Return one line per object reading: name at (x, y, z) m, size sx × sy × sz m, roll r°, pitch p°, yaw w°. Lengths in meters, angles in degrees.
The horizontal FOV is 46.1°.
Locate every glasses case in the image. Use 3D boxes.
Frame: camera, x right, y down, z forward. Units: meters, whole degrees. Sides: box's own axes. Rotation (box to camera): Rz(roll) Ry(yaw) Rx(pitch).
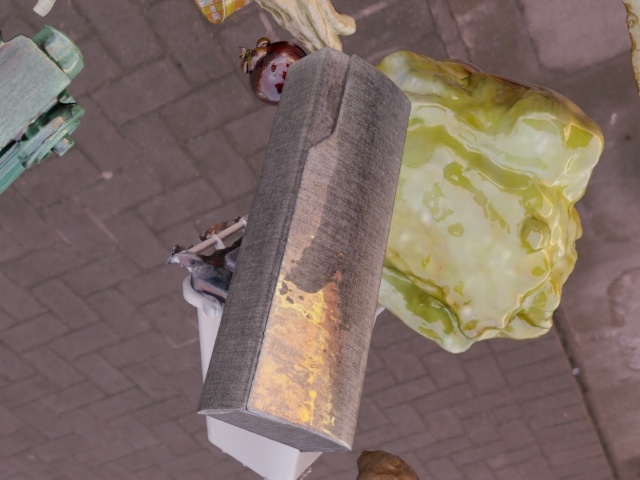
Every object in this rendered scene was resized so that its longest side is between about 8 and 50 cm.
glasses case at (0.000, 0.000, 0.391) m, size 0.071 × 0.204 × 0.047 m, roll 32°, pitch 149°, yaw -34°

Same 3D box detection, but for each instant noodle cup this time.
instant noodle cup at (-0.169, -0.565, 1.563) m, size 0.185 × 0.168 × 0.168 m, roll -32°, pitch 138°, yaw -20°

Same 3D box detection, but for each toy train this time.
toy train at (-0.262, -0.044, 0.515) m, size 0.101 × 0.248 × 0.159 m, roll 45°, pitch 163°, yaw -14°

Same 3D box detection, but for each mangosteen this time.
mangosteen at (-0.087, -0.310, 1.356) m, size 0.140 × 0.140 × 0.140 m, roll -2°, pitch 134°, yaw -2°

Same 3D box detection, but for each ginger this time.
ginger at (0.071, 0.283, 0.730) m, size 0.122 × 0.290 × 0.084 m, roll 36°, pitch 103°, yaw 0°

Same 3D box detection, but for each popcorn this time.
popcorn at (0.151, -0.037, 0.819) m, size 0.312 × 0.312 × 0.312 m, roll -2°, pitch 134°, yaw -2°

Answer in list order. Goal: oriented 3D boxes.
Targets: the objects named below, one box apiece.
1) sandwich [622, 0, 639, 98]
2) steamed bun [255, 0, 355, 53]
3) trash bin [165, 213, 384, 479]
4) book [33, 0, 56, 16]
sandwich at (0.292, -0.132, 0.371) m, size 0.099 × 0.288 × 0.254 m, roll -48°, pitch 127°, yaw -19°
steamed bun at (-0.069, -0.555, 1.423) m, size 0.189 × 0.247 × 0.428 m, roll -38°, pitch 135°, yaw 16°
trash bin at (-0.074, 0.168, 1.178) m, size 0.296 × 0.256 × 0.367 m, roll 24°, pitch 126°, yaw 24°
book at (-0.253, -0.376, 0.856) m, size 0.024 × 0.228 × 0.160 m, roll 29°, pitch 150°, yaw -24°
